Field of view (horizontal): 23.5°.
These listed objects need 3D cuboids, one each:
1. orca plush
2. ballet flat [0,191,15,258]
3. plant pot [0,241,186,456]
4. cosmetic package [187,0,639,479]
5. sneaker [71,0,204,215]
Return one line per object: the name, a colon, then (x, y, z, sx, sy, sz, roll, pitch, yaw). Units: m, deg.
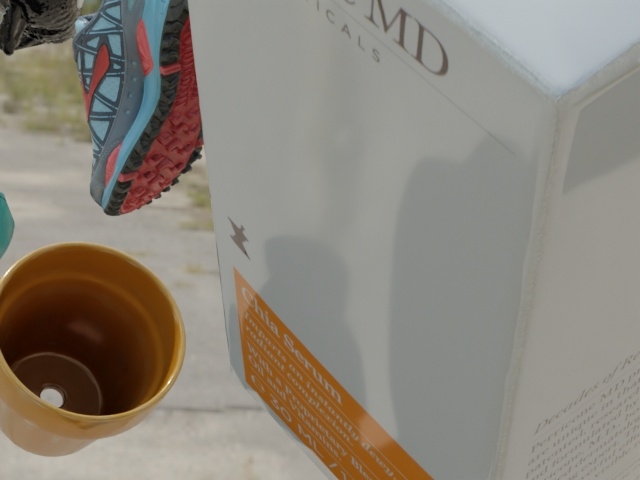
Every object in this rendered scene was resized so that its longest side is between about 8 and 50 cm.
orca plush: (-0.299, -0.226, 1.475, 0.151, 0.102, 0.287, 23, -15, -5)
ballet flat: (-0.509, 0.033, 1.787, 0.147, 0.147, 0.409, 7, 25, 17)
plant pot: (-0.268, 0.135, 1.629, 0.205, 0.205, 0.188, 1, -30, -25)
cosmetic package: (0.069, -0.019, 0.741, 0.161, 0.453, 0.230, -33, 59, -21)
sneaker: (-0.153, -0.144, 1.301, 0.125, 0.262, 0.104, 39, 36, 26)
